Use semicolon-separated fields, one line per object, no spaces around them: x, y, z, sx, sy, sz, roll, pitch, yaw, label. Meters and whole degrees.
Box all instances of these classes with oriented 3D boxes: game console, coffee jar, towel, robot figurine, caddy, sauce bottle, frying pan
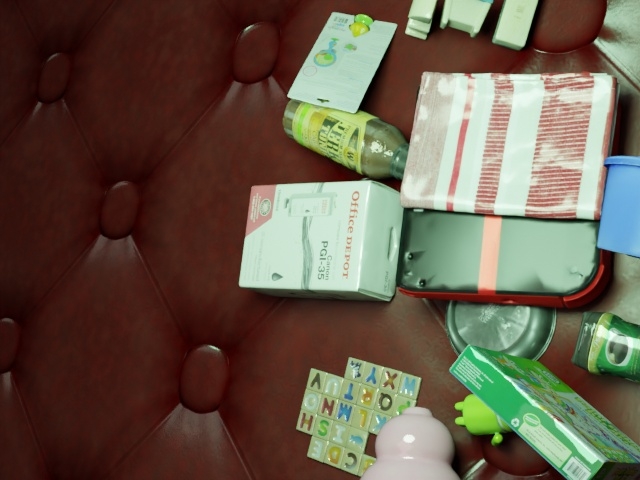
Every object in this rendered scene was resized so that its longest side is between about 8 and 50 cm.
0.305;-0.088;1.520;0.342;0.060;0.387;1;76;27;game console
0.466;0.165;1.364;0.184;0.079;0.096;15;91;38;coffee jar
0.297;-0.156;1.489;0.329;0.037;0.237;5;79;27;towel
0.274;0.276;1.487;0.115;0.067;0.101;-14;62;33;robot figurine
0.545;-0.040;1.258;0.341;0.241;0.179;16;95;38;caddy
0.079;-0.182;1.723;0.344;0.111;0.111;28;96;37;sauce bottle
0.274;0.066;1.559;0.197;0.053;0.326;-28;66;26;frying pan

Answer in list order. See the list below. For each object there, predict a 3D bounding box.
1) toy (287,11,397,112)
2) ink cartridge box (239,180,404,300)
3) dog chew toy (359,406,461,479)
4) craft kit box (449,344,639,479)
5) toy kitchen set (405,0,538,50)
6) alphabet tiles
0.046;-0.332;1.780;0.136;0.056;0.237;15;62;16;toy
0.000;0.000;1.733;0.283;0.117;0.207;0;78;37;ink cartridge box
0.143;0.433;1.474;0.206;0.206;0.332;-9;65;35;dog chew toy
0.339;0.256;1.331;0.250;0.246;0.061;42;101;36;craft kit box
0.271;-0.418;1.673;0.207;0.166;0.122;18;90;2;toy kitchen set
0.061;0.316;1.676;0.237;0.009;0.198;11;86;38;alphabet tiles
